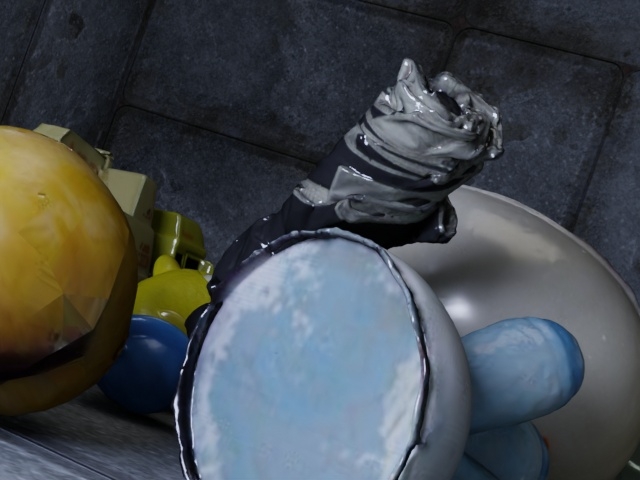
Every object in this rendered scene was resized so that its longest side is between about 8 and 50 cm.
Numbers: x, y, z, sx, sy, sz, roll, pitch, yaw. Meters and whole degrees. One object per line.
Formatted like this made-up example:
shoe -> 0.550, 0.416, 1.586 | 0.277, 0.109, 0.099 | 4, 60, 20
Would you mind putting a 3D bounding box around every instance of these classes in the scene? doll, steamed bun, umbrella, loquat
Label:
doll -> -0.153, 0.105, 1.364 | 0.199, 0.145, 0.363 | 62, 13, 12
steamed bun -> 0.129, 0.134, 1.236 | 0.374, 0.241, 0.374 | 22, -41, 21
umbrella -> 0.005, 0.004, 0.999 | 0.113, 0.106, 0.358 | 21, -46, -30
loquat -> -0.255, 0.024, 0.965 | 0.235, 0.235, 0.235 | 19, -2, 1

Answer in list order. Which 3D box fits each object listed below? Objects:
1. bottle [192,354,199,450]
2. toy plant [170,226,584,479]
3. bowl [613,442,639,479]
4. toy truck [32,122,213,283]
bottle -> -0.072, 0.114, 1.192 | 0.097, 0.110, 0.209 | 14, 26, -7
toy plant -> 0.078, 0.145, 0.963 | 0.247, 0.247, 0.332 | 18, -4, 43
bowl -> 0.453, 0.305, 1.783 | 0.307, 0.163, 0.307 | 29, -3, 2
toy truck -> -0.267, 0.025, 1.462 | 0.181, 0.254, 0.405 | 15, -6, 16
